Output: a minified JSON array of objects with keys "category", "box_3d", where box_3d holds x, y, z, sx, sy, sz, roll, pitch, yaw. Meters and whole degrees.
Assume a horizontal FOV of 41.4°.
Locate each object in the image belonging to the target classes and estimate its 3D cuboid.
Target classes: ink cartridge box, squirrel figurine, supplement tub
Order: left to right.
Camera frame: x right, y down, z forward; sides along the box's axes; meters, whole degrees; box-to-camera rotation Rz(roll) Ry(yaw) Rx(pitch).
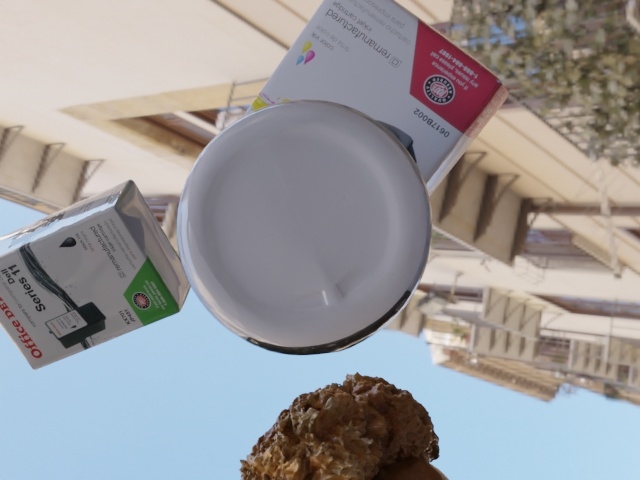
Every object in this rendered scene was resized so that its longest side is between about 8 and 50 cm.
[{"category":"ink cartridge box","box_3d":[-0.282,0.043,1.000,0.153,0.208,0.087,62,-166,-23]},{"category":"squirrel figurine","box_3d":[-0.009,0.363,1.046,0.371,0.281,0.396,-11,-81,-31]},{"category":"supplement tub","box_3d":[0.000,0.000,0.761,0.316,0.194,0.193,43,-127,-84]},{"category":"ink cartridge box","box_3d":[0.038,-0.121,0.998,0.306,0.226,0.131,-53,-9,11]}]
